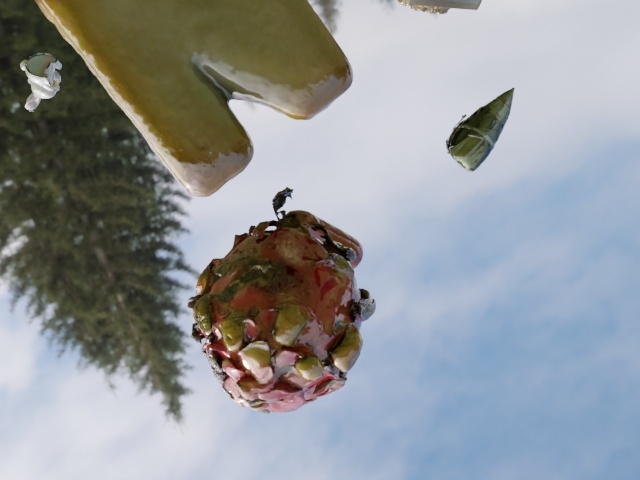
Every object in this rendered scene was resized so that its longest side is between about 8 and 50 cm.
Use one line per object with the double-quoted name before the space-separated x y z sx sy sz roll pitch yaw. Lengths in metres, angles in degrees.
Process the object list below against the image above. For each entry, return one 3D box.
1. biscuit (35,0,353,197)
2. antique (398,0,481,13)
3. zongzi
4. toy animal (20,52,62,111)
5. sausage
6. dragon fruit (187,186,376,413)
"biscuit" -0.126 -0.216 0.988 0.237 0.290 0.062 -37 -174 -17
"antique" 0.186 -0.462 1.593 0.152 0.148 0.146 -3 -147 -28
"zongzi" 0.213 -0.153 1.263 0.119 0.055 0.109 -56 -173 11
"toy animal" -0.573 -0.326 1.973 0.085 0.124 0.071 2 -114 -5
"sausage" 0.000 0.000 1.761 0.076 0.197 0.076 -21 -123 36
"dragon fruit" -0.049 0.115 1.373 0.269 0.250 0.291 -43 -159 15
